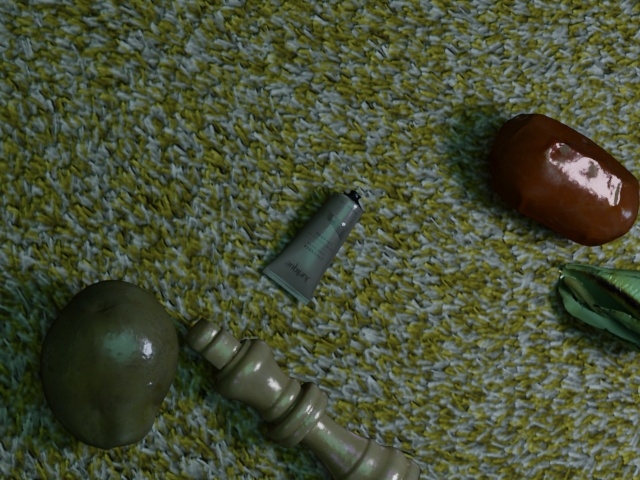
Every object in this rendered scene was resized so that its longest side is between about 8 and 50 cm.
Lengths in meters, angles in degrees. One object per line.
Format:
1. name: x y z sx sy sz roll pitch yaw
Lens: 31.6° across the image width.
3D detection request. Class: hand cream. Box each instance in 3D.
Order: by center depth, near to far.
1. hand cream: 0.000 0.000 1.722 0.087 0.054 0.186 38 81 -8

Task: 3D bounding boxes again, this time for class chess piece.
1. chess piece: -0.034 0.250 1.653 0.397 0.117 0.117 42 73 -9

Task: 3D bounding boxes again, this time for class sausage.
1. sausage: 0.390 -0.094 1.806 0.268 0.153 0.141 31 117 -14

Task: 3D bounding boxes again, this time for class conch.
1. conch: 0.515 0.117 1.835 0.250 0.137 0.143 8 83 -18

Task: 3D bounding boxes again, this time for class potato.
1. potato: -0.288 0.172 1.551 0.177 0.160 0.235 3 99 19
